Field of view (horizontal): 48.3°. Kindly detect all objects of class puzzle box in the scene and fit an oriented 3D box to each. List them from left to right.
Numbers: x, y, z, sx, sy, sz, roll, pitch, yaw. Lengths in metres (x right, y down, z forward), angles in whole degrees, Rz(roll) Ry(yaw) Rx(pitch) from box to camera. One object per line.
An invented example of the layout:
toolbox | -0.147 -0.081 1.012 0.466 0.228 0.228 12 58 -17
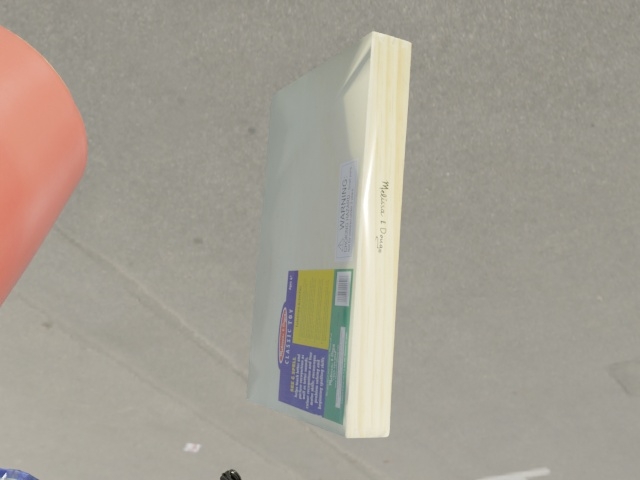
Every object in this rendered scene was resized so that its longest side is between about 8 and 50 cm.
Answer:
puzzle box | 0.000 0.000 0.826 0.052 0.409 0.272 7 174 -26

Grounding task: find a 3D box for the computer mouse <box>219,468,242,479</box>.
computer mouse | -0.179 0.397 1.077 0.193 0.106 0.042 -1 115 -38

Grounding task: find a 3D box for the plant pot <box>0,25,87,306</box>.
plant pot | -0.337 -0.048 0.573 0.275 0.243 0.275 10 129 13

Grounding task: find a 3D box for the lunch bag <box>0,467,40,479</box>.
lunch bag | -0.480 0.493 0.956 0.239 0.328 0.385 35 163 -12
